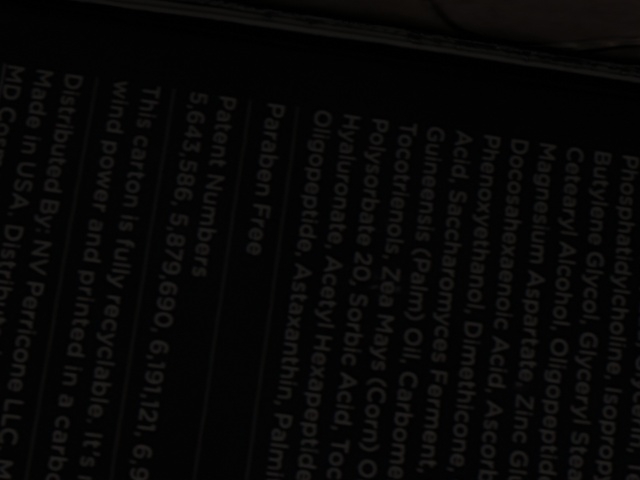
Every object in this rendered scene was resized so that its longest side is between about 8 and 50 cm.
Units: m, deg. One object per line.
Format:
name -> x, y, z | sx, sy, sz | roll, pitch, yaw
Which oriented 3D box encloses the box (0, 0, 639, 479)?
box -> 0.037, 0.094, 0.565 | 0.471, 0.298, 0.480 | 7, 171, -2
